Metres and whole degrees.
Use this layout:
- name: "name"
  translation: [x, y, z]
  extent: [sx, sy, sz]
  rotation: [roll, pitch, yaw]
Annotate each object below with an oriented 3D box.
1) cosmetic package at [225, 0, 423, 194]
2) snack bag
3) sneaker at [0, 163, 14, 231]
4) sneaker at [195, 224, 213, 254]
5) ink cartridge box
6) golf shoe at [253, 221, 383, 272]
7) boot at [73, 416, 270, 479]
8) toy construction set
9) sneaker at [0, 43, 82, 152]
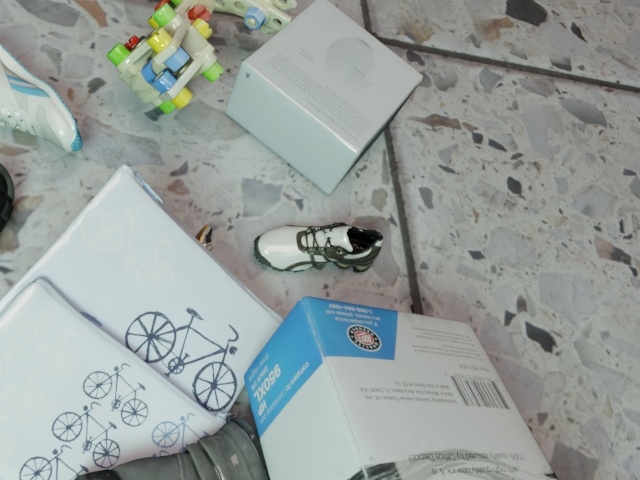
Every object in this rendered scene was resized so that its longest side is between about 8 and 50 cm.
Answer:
- name: "cosmetic package"
  translation: [0.006, -0.239, 1.033]
  extent: [0.224, 0.138, 0.224]
  rotation: [39, 56, 1]
- name: "snack bag"
  translation: [-0.209, 0.138, 0.715]
  extent: [0.323, 0.037, 0.342]
  rotation: [48, 60, -28]
- name: "sneaker"
  translation: [-0.463, 0.022, 0.759]
  extent: [0.106, 0.101, 0.267]
  rotation: [4, 62, 5]
- name: "sneaker"
  translation: [-0.168, 0.018, 0.902]
  extent: [0.037, 0.032, 0.083]
  rotation: [26, 62, -23]
- name: "ink cartridge box"
  translation: [0.110, 0.275, 0.687]
  extent: [0.286, 0.166, 0.394]
  rotation: [13, 37, -34]
- name: "golf shoe"
  translation: [0.000, 0.000, 0.937]
  extent: [0.198, 0.094, 0.077]
  rotation: [-1, 66, -20]
- name: "boot"
  translation: [-0.124, 0.381, 0.667]
  extent: [0.223, 0.118, 0.337]
  rotation: [-6, 87, -39]
- name: "toy construction set"
  translation: [-0.188, -0.318, 0.954]
  extent: [0.151, 0.215, 0.327]
  rotation: [56, 48, -19]
- name: "sneaker"
  translation: [-0.430, -0.191, 0.876]
  extent: [0.229, 0.087, 0.092]
  rotation: [38, 64, 9]
